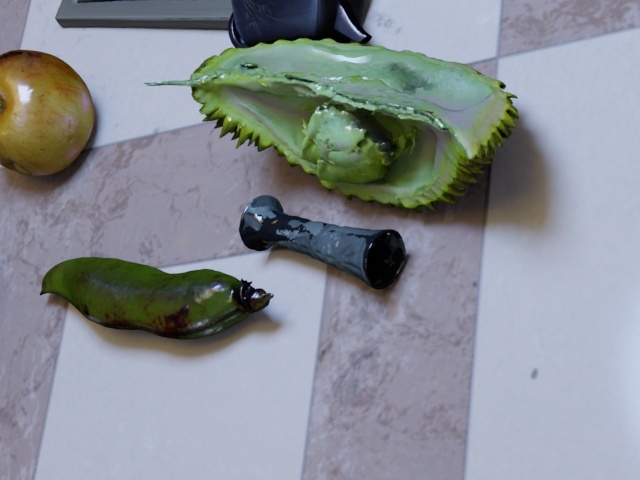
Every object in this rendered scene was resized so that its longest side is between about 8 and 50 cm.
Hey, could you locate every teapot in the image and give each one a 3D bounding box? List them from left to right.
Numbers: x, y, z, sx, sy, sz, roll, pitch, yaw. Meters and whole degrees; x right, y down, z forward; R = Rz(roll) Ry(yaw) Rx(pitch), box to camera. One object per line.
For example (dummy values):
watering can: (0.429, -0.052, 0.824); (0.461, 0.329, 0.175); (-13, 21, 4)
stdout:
teapot: (-0.023, -0.217, 1.593); (0.177, 0.087, 0.096); (-1, 92, 36)

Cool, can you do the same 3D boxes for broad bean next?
broad bean: (-0.174, 0.058, 1.558); (0.339, 0.061, 0.077); (6, 62, 37)

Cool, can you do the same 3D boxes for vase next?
vase: (0.000, 0.000, 1.465); (0.167, 0.059, 0.059); (17, 77, 40)

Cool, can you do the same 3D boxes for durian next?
durian: (0.033, -0.129, 1.434); (0.356, 0.169, 0.157); (14, 79, 33)

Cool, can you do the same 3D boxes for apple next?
apple: (-0.328, -0.146, 1.737); (0.146, 0.146, 0.146); (-17, 57, 28)

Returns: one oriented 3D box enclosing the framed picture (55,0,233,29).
framed picture: (-0.122, -0.446, 1.820); (0.326, 0.028, 0.446); (6, 70, 38)
